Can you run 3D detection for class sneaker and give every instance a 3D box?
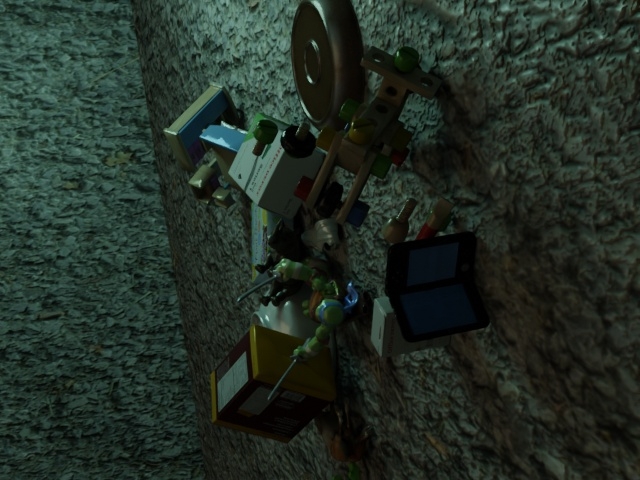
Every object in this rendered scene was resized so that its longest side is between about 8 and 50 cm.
[{"bbox_3d":[0.000,0.000,2.066,0.152,0.053,0.061,140,117,-68],"label":"sneaker"}]

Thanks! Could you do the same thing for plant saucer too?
[{"bbox_3d":[0.003,-0.342,1.908,0.310,0.050,0.311,172,90,-72],"label":"plant saucer"}]

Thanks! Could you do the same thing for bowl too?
[{"bbox_3d":[-0.076,0.220,2.268,0.298,0.134,0.298,171,90,-70],"label":"bowl"}]

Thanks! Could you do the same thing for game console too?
[{"bbox_3d":[0.175,0.066,1.450,0.085,0.144,0.124,-128,35,-53],"label":"game console"}]

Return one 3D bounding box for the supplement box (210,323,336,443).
[{"bbox_3d":[-0.102,0.304,2.081,0.194,0.191,0.129,-49,34,35],"label":"supplement box"}]

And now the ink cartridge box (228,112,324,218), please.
[{"bbox_3d":[-0.098,-0.163,2.124,0.160,0.092,0.219,-63,29,11],"label":"ink cartridge box"}]

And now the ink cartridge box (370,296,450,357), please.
[{"bbox_3d":[0.146,0.131,1.595,0.052,0.122,0.089,-126,33,-52],"label":"ink cartridge box"}]

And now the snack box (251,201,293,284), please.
[{"bbox_3d":[-0.112,-0.020,2.299,0.174,0.070,0.207,129,143,-66],"label":"snack box"}]

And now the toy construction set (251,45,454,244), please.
[{"bbox_3d":[0.103,-0.146,1.501,0.309,0.257,0.237,50,136,22],"label":"toy construction set"}]

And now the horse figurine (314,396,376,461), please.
[{"bbox_3d":[0.036,0.398,2.120,0.263,0.066,0.175,-143,42,-60],"label":"horse figurine"}]

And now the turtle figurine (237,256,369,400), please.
[{"bbox_3d":[-0.048,0.132,1.990,0.198,0.274,0.266,50,-173,-6],"label":"turtle figurine"}]

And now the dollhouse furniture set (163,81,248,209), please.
[{"bbox_3d":[-0.191,-0.218,2.503,0.303,0.198,0.286,22,149,33],"label":"dollhouse furniture set"}]

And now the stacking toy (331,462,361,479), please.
[{"bbox_3d":[0.081,0.594,2.122,0.167,0.052,0.221,126,134,-62],"label":"stacking toy"}]

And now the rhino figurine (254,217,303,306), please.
[{"bbox_3d":[-0.083,0.040,2.113,0.073,0.106,0.243,33,146,28],"label":"rhino figurine"}]
